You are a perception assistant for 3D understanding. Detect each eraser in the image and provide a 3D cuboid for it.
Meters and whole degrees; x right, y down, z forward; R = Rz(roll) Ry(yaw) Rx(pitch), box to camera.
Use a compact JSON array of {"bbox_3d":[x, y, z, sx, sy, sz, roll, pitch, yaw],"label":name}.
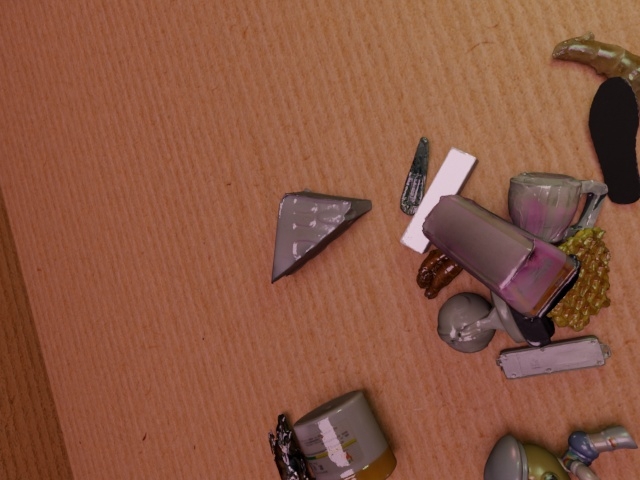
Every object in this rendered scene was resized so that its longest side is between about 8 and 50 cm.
[{"bbox_3d":[0.333,-0.109,1.308,0.076,0.078,0.298,32,104,19],"label":"eraser"}]

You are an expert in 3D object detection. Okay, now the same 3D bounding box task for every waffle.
[{"bbox_3d":[0.625,0.098,1.120,0.059,0.238,0.243,5,110,58],"label":"waffle"}]

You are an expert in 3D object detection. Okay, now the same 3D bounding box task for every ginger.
[{"bbox_3d":[0.710,-0.412,1.136,0.294,0.086,0.131,40,126,26],"label":"ginger"},{"bbox_3d":[0.329,0.086,1.320,0.103,0.073,0.162,43,109,17],"label":"ginger"}]

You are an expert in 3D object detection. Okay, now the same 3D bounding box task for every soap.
[{"bbox_3d":[0.000,0.000,1.419,0.258,0.159,0.302,9,97,21],"label":"soap"}]

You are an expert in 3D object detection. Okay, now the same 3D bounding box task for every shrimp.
[{"bbox_3d":[-0.031,0.732,1.516,0.233,0.071,0.364,-21,83,13],"label":"shrimp"}]

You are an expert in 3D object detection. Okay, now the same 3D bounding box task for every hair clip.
[{"bbox_3d":[0.280,-0.185,1.350,0.066,0.036,0.229,17,105,26],"label":"hair clip"}]

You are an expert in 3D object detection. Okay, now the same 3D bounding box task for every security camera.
[{"bbox_3d":[0.439,0.200,1.218,0.277,0.191,0.197,-26,92,25],"label":"security camera"}]

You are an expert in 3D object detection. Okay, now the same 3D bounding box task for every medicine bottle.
[{"bbox_3d":[0.068,0.598,1.367,0.238,0.238,0.231,-31,79,21],"label":"medicine bottle"}]

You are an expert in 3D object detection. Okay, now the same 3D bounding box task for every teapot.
[{"bbox_3d":[0.581,-0.080,1.185,0.163,0.222,0.178,-147,54,-60],"label":"teapot"}]

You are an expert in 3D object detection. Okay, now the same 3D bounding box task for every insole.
[{"bbox_3d":[0.722,-0.237,1.127,0.110,0.012,0.309,-8,101,47],"label":"insole"}]

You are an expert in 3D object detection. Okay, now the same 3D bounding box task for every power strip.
[{"bbox_3d":[0.606,0.308,1.223,0.272,0.052,0.078,-17,85,22],"label":"power strip"}]

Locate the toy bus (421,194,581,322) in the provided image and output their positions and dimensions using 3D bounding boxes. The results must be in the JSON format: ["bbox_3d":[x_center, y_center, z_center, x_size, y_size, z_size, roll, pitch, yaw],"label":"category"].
[{"bbox_3d":[0.395,0.007,1.106,0.171,0.162,0.386,-52,30,7],"label":"toy bus"}]

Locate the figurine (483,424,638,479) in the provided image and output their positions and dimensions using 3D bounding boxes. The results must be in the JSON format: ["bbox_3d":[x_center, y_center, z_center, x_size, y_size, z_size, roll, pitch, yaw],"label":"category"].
[{"bbox_3d":[0.601,0.573,1.201,0.382,0.224,0.205,-24,59,-1],"label":"figurine"}]
